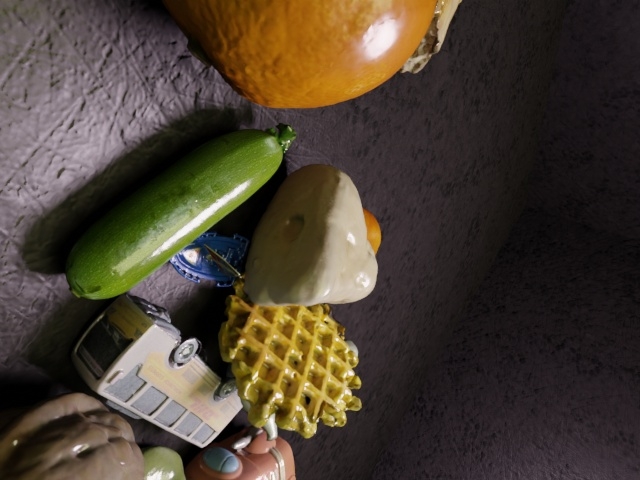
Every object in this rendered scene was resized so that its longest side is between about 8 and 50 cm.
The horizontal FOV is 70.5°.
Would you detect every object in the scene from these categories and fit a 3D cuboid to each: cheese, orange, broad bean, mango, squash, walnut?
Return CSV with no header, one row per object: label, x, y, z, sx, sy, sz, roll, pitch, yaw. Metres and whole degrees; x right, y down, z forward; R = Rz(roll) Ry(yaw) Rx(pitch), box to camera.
cheese,-0.001,0.000,0.801,0.251,0.174,0.247,19,71,-52
orange,-0.024,-0.291,0.474,0.312,0.312,0.311,-37,139,-40
broad bean,-0.298,0.462,0.775,0.169,0.100,0.227,-37,139,-52
mango,0.058,0.002,0.983,0.153,0.126,0.252,-54,152,-6
squash,-0.169,-0.061,0.607,0.379,0.102,0.101,-42,142,-29
walnut,-0.314,0.276,0.509,0.224,0.224,0.224,-37,139,-40

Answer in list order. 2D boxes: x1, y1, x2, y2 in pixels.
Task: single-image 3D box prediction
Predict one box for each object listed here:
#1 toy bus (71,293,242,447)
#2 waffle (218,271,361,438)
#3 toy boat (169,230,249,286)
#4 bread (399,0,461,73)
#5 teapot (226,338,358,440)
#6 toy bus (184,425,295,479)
toy bus,-0.233,0.214,0.707,0.138,0.097,0.342,-46,147,-18
waffle,-0.044,0.192,0.816,0.060,0.306,0.312,-34,145,32
toy boat,-0.155,0.030,0.680,0.175,0.110,0.091,16,94,-58
bread,0.114,-0.456,0.682,0.269,0.212,0.315,-67,159,-14
teapot,-0.050,0.244,0.958,0.318,0.149,0.219,-35,140,-40
toy bus,-0.170,0.511,0.928,0.288,0.194,0.231,-7,108,-56
